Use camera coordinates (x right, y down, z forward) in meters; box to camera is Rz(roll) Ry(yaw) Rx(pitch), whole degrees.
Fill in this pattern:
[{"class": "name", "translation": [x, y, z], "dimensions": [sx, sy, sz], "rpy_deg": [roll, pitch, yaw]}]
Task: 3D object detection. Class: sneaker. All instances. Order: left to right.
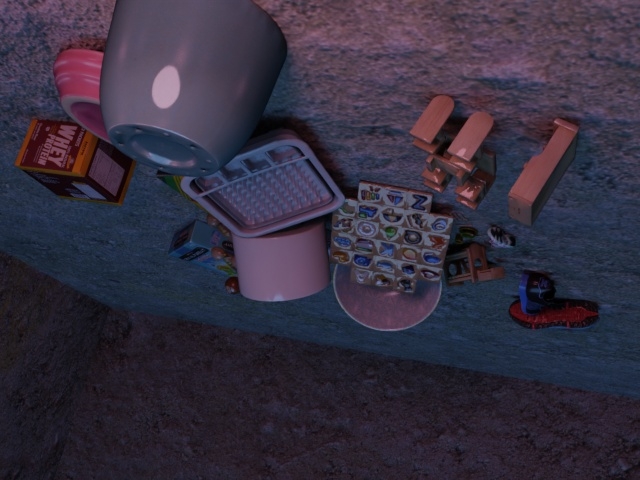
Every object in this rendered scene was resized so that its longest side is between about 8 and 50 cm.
[{"class": "sneaker", "translation": [0.423, -0.002, 1.766], "dimensions": [0.098, 0.038, 0.069], "rpy_deg": [26, 158, -34]}, {"class": "sneaker", "translation": [0.623, 0.162, 2.050], "dimensions": [0.091, 0.081, 0.232], "rpy_deg": [13, 163, 27]}, {"class": "sneaker", "translation": [0.706, 0.238, 2.189], "dimensions": [0.262, 0.104, 0.125], "rpy_deg": [4, 162, 27]}]

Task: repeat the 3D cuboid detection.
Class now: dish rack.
[{"class": "dish rack", "translation": [-0.121, -0.129, 1.595], "dimensions": [0.286, 0.072, 0.333], "rpy_deg": [-19, 151, 14]}]

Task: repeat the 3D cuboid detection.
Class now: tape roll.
[{"class": "tape roll", "translation": [-0.100, 0.037, 1.868], "dimensions": [0.246, 0.169, 0.246], "rpy_deg": [-6, -163, 2]}]

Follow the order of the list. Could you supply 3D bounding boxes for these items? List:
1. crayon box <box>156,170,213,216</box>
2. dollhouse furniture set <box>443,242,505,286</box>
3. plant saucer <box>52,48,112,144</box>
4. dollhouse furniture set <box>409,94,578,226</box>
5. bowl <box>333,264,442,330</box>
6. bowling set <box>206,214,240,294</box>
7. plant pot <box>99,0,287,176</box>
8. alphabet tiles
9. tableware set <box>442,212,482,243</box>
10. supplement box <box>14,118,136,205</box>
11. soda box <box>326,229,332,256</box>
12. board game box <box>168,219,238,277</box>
[{"class": "crayon box", "translation": [-0.228, -0.124, 1.803], "dimensions": [0.202, 0.081, 0.318], "rpy_deg": [2, 160, 30]}, {"class": "dollhouse furniture set", "translation": [0.442, 0.055, 1.900], "dimensions": [0.161, 0.101, 0.182], "rpy_deg": [-5, 173, -31]}, {"class": "plant saucer", "translation": [-0.385, -0.255, 1.450], "dimensions": [0.332, 0.084, 0.332], "rpy_deg": [19, 166, 5]}, {"class": "dollhouse furniture set", "translation": [0.307, -0.160, 1.286], "dimensions": [0.242, 0.161, 0.212], "rpy_deg": [30, 169, 24]}, {"class": "bowl", "translation": [0.185, 0.083, 1.957], "dimensions": [0.290, 0.289, 0.156], "rpy_deg": [12, -155, 4]}, {"class": "bowling set", "translation": [-0.235, 0.049, 2.082], "dimensions": [0.287, 0.199, 0.154], "rpy_deg": [12, 163, 41]}, {"class": "plant pot", "translation": [-0.222, -0.245, 1.179], "dimensions": [0.293, 0.235, 0.293], "rpy_deg": [12, 162, 4]}, {"class": "alphabet tiles", "translation": [0.166, 0.001, 1.763], "dimensions": [0.285, 0.011, 0.342], "rpy_deg": [10, 135, 8]}, {"class": "tableware set", "translation": [0.326, -0.028, 1.782], "dimensions": [0.104, 0.024, 0.154], "rpy_deg": [1, 159, 34]}, {"class": "supplement box", "translation": [-0.601, -0.191, 1.789], "dimensions": [0.191, 0.129, 0.194], "rpy_deg": [8, 161, 19]}, {"class": "soda box", "translation": [0.000, 0.000, 2.050], "dimensions": [0.183, 0.058, 0.063], "rpy_deg": [18, 162, -15]}, {"class": "board game box", "translation": [-0.304, 0.049, 2.385], "dimensions": [0.336, 0.079, 0.254], "rpy_deg": [21, 161, -22]}]
